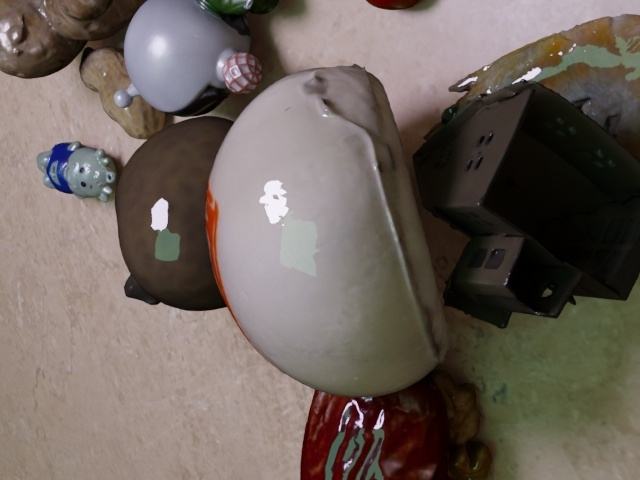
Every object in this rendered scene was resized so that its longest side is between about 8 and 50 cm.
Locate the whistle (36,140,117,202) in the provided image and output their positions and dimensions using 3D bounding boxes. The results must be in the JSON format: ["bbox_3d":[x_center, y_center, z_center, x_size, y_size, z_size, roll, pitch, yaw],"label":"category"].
[{"bbox_3d":[-0.459,-0.132,1.484,0.244,0.092,0.110,14,114,37],"label":"whistle"}]

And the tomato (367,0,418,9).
[{"bbox_3d":[0.085,-0.322,0.966,0.087,0.075,0.087,8,102,42],"label":"tomato"}]

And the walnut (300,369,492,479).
[{"bbox_3d":[0.098,0.270,1.023,0.244,0.222,0.269,5,97,9],"label":"walnut"}]

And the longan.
[{"bbox_3d":[-0.178,-0.030,1.149,0.300,0.243,0.300,-36,38,35],"label":"longan"}]

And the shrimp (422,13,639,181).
[{"bbox_3d":[0.252,-0.134,0.865,0.317,0.077,0.168,-15,93,40],"label":"shrimp"}]

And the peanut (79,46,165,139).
[{"bbox_3d":[-0.344,-0.259,1.356,0.228,0.086,0.104,49,138,24],"label":"peanut"}]

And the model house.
[{"bbox_3d":[0.189,-0.018,0.849,0.204,0.211,0.243,-61,18,-10],"label":"model house"}]

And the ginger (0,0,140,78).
[{"bbox_3d":[-0.410,-0.384,1.296,0.304,0.244,0.155,-21,107,37],"label":"ginger"}]

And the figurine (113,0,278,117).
[{"bbox_3d":[-0.157,-0.321,1.116,0.370,0.167,0.281,-52,47,27],"label":"figurine"}]

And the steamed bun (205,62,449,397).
[{"bbox_3d":[0.000,0.000,0.905,0.241,0.374,0.374,-17,88,7],"label":"steamed bun"}]
